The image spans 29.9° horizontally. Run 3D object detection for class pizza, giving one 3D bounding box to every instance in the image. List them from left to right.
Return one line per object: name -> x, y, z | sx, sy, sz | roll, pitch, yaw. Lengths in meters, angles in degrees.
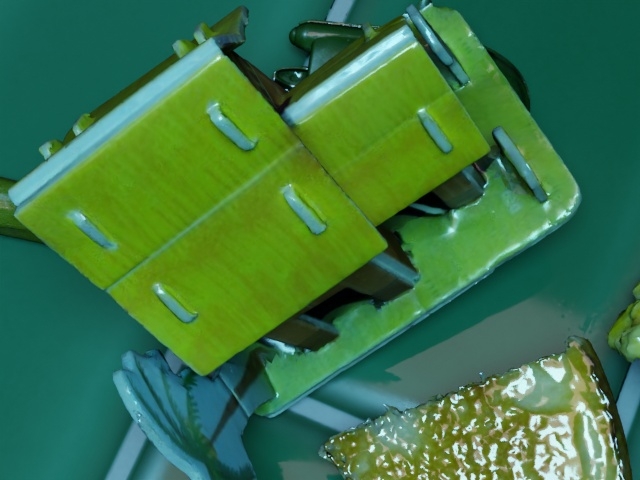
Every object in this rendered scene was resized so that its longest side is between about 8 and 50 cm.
pizza -> 0.102, 0.223, 0.831 | 0.223, 0.089, 0.323 | 4, 78, 17

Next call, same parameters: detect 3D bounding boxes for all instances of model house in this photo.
model house -> 0.000, 0.000, 0.758 | 0.300, 0.323, 0.340 | -35, 68, 12

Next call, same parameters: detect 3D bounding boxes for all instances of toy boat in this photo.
toy boat -> 0.064, -0.119, 0.967 | 0.210, 0.052, 0.104 | 7, 88, 6

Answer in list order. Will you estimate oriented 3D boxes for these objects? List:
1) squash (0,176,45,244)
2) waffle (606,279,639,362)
squash -> -0.238, -0.025, 0.962 | 0.183, 0.052, 0.052 | 11, 73, 7
waffle -> 0.354, 0.039, 0.781 | 0.302, 0.325, 0.068 | -23, 112, -12
